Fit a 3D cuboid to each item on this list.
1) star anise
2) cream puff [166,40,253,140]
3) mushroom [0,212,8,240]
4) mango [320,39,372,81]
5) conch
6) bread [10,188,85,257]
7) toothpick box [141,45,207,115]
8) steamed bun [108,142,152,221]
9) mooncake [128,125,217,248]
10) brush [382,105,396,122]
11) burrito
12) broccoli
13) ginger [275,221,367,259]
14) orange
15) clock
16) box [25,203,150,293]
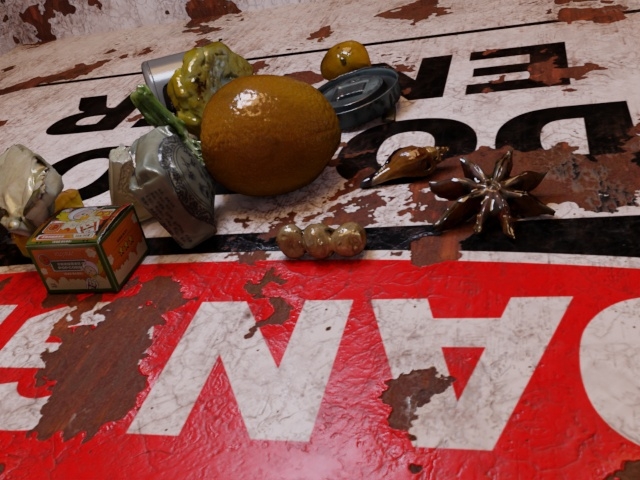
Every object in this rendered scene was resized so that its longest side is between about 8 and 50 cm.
[{"bbox_3d":[0.370,-0.094,1.561,0.288,0.088,0.288,-7,45,7],"label":"star anise"},{"bbox_3d":[-0.359,-0.448,2.249,0.257,0.291,0.325,-10,52,46],"label":"cream puff"},{"bbox_3d":[-0.897,-0.041,1.931,0.128,0.129,0.350,6,32,29],"label":"mushroom"},{"bbox_3d":[0.080,-0.594,2.419,0.166,0.136,0.236,-9,4,-1],"label":"mango"},{"bbox_3d":[0.208,-0.193,1.790,0.232,0.080,0.086,-7,23,12],"label":"conch"},{"bbox_3d":[-0.724,-0.055,1.913,0.101,0.095,0.246,-4,34,23],"label":"bread"},{"bbox_3d":[-0.458,-0.573,2.532,0.316,0.229,0.229,-19,31,-11],"label":"toothpick box"},{"bbox_3d":[-0.480,-0.171,1.911,0.170,0.200,0.225,-7,29,-16],"label":"steamed bun"},{"bbox_3d":[-0.345,-0.135,1.726,0.136,0.254,0.250,-27,38,11],"label":"mooncake"},{"bbox_3d":[0.211,-0.428,2.216,0.043,0.036,0.248,-15,30,17],"label":"brush"},{"bbox_3d":[-0.728,-0.111,1.781,0.190,0.135,0.331,-49,41,-13],"label":"burrito"},{"bbox_3d":[-0.420,-0.300,2.002,0.165,0.304,0.145,-39,16,-11],"label":"broccoli"},{"bbox_3d":[0.000,0.000,1.558,0.203,0.080,0.104,-4,18,12],"label":"ginger"},{"bbox_3d":[-0.128,-0.268,1.829,0.356,0.322,0.322,-6,30,-9],"label":"orange"},{"bbox_3d":[0.098,-0.438,2.208,0.312,0.062,0.313,-17,31,11],"label":"clock"},{"bbox_3d":[-0.538,0.014,1.672,0.194,0.148,0.178,-2,31,18],"label":"box"}]
